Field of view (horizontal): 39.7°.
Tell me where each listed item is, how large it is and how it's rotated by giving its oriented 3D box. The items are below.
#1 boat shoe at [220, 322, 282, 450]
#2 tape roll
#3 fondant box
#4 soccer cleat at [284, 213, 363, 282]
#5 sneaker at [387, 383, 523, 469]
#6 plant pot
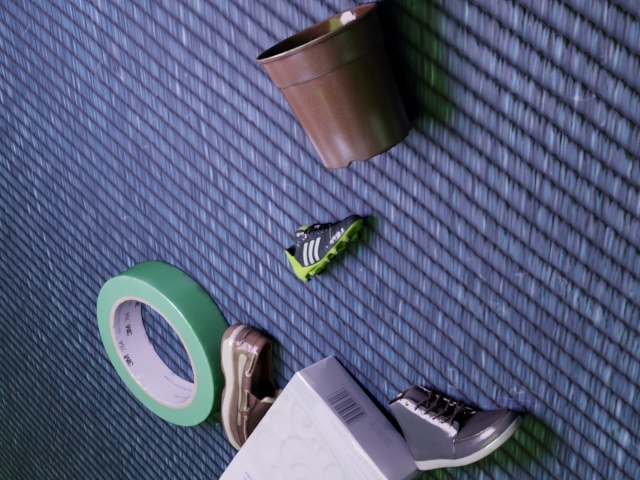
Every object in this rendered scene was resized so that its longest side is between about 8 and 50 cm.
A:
[{"bbox_3d":[-0.117,0.274,1.561,0.095,0.095,0.257,13,121,31],"label":"boat shoe"},{"bbox_3d":[-0.293,0.198,1.689,0.321,0.077,0.321,21,126,33],"label":"tape roll"},{"bbox_3d":[-0.007,0.387,1.470,0.238,0.096,0.330,48,129,20],"label":"fondant box"},{"bbox_3d":[0.000,0.000,1.318,0.072,0.060,0.179,54,140,6],"label":"soccer cleat"},{"bbox_3d":[0.183,0.257,1.280,0.222,0.083,0.118,-34,88,48],"label":"sneaker"},{"bbox_3d":[0.027,-0.189,1.118,0.167,0.167,0.165,-6,117,44],"label":"plant pot"}]
